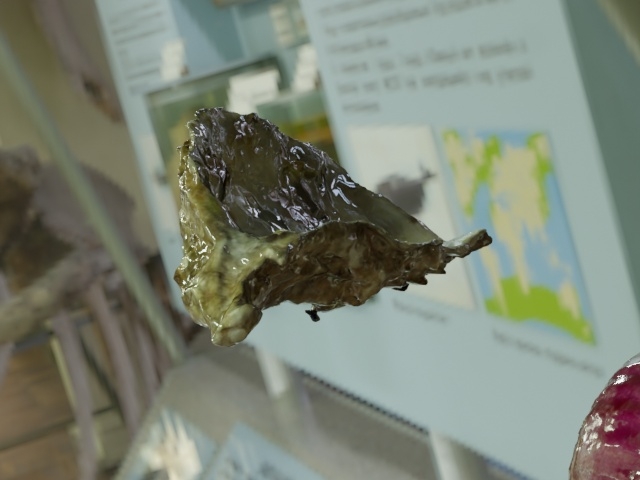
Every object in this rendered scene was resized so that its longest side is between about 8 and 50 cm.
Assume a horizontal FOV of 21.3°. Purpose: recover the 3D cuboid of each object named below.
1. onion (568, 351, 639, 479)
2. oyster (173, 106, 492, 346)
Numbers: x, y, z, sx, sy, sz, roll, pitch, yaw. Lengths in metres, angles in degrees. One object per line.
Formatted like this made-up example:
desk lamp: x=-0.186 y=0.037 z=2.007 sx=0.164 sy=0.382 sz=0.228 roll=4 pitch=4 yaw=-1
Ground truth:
onion: x=0.323 y=0.172 z=1.287 sx=0.272 sy=0.230 sz=0.256 roll=-20 pitch=8 yaw=36
oyster: x=-0.025 y=-0.013 z=1.289 sx=0.396 sy=0.204 sz=0.111 roll=-9 pitch=-47 yaw=-59
